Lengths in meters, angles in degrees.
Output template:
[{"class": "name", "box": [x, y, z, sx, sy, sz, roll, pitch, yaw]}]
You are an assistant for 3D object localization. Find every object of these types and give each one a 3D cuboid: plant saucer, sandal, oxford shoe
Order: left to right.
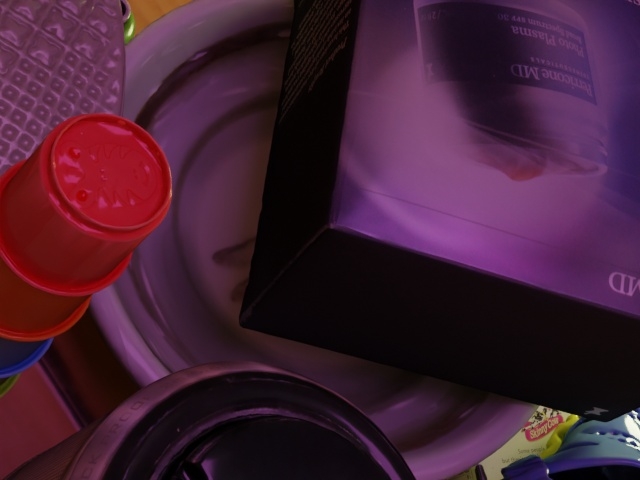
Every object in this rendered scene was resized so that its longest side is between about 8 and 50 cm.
[{"class": "oxford shoe", "box": [-0.258, -0.211, 0.808, 0.169, 0.130, 0.449, -13, 73, -40]}, {"class": "plant saucer", "box": [0.000, 0.000, 0.889, 0.400, 0.100, 0.400, 9, 64, -19]}, {"class": "sandal", "box": [0.199, 0.190, 0.847, 0.317, 0.138, 0.126, -21, 79, -39]}]

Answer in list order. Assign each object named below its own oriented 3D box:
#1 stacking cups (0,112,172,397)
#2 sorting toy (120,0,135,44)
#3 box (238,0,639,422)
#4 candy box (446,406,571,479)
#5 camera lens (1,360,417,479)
[{"class": "stacking cups", "box": [-0.168, 0.026, 0.643, 0.096, 0.316, 0.096, 17, 59, -30]}, {"class": "sorting toy", "box": [-0.167, -0.205, 0.929, 0.061, 0.042, 0.102, 15, 61, -29]}, {"class": "box", "box": [0.127, -0.063, 0.810, 0.296, 0.183, 0.294, 16, 63, -16]}, {"class": "candy box", "box": [0.179, 0.242, 0.942, 0.159, 0.071, 0.233, 2, 69, -33]}, {"class": "camera lens", "box": [-0.082, 0.201, 0.646, 0.219, 0.274, 0.219, 15, 61, -29]}]
